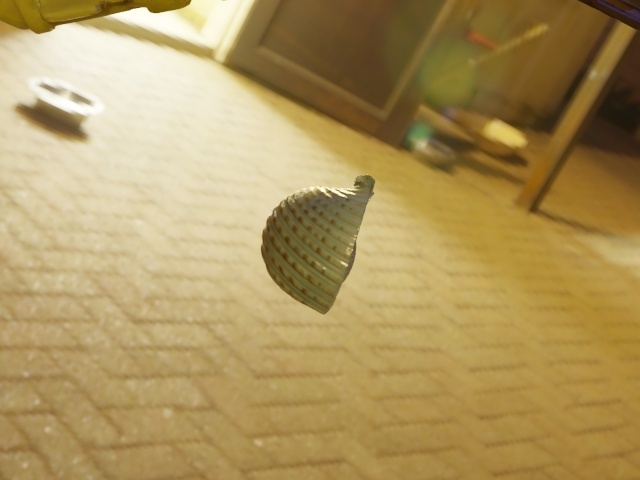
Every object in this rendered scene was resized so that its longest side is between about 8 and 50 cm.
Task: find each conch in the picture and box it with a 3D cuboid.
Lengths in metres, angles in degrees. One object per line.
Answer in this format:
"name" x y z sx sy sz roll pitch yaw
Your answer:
"conch" -0.004 0.000 0.718 0.057 0.085 0.076 10 33 -6

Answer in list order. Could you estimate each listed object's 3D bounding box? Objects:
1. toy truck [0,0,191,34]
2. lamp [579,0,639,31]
"toy truck" -0.118 -0.205 0.445 0.124 0.157 0.272 -93 165 -51
"lamp" 0.179 -0.174 0.730 0.325 0.089 0.090 21 36 -22
